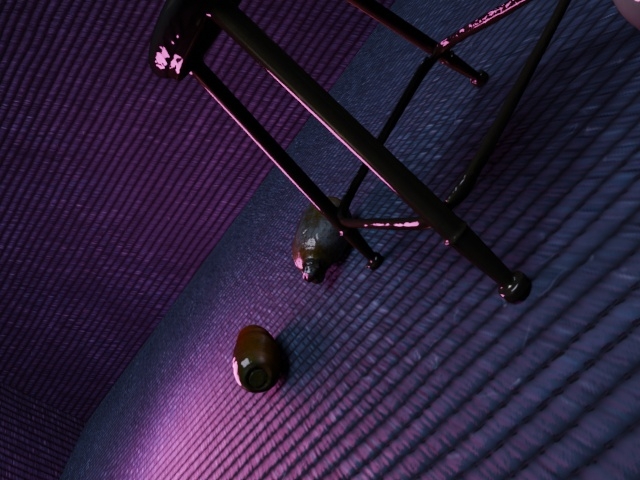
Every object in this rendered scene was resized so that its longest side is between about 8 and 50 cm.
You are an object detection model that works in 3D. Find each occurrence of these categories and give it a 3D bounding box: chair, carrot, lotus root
[{"bbox_3d":[0.058,-0.210,0.655,0.365,0.410,0.362,-59,16,-7],"label":"chair"},{"bbox_3d":[-0.111,0.193,0.979,0.087,0.087,0.193,-56,14,5],"label":"carrot"},{"bbox_3d":[0.000,0.000,1.012,0.113,0.088,0.192,-35,26,37],"label":"lotus root"}]

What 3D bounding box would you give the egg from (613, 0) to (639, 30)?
[{"bbox_3d":[0.320,-0.253,0.410,0.231,0.168,0.168,-46,19,20],"label":"egg"}]
